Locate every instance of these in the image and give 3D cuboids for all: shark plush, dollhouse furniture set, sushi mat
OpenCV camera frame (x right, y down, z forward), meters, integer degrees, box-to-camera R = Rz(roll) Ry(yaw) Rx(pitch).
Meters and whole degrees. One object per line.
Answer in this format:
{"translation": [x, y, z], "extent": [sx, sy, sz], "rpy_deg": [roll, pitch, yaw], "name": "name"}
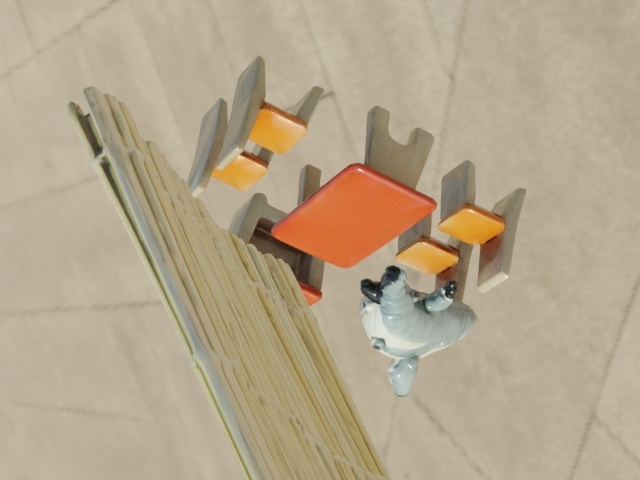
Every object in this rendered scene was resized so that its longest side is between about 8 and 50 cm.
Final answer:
{"translation": [0.058, 0.036, 0.894], "extent": [0.161, 0.067, 0.073], "rpy_deg": [61, -168, -57], "name": "shark plush"}
{"translation": [0.000, 0.000, 1.199], "extent": [0.259, 0.262, 0.135], "rpy_deg": [-38, 33, 54], "name": "dollhouse furniture set"}
{"translation": [0.024, 0.106, 0.367], "extent": [0.316, 0.019, 0.151], "rpy_deg": [62, -171, 29], "name": "sushi mat"}
